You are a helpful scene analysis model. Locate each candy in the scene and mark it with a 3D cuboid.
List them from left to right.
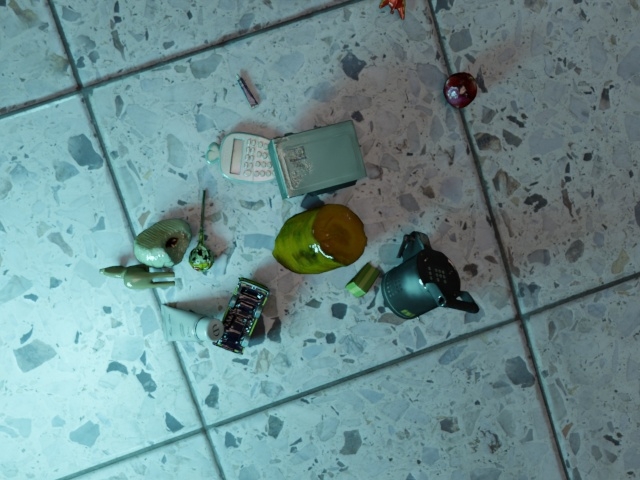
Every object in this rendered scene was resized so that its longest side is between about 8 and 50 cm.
[{"bbox_3d":[-0.435,-0.036,1.714,0.091,0.083,0.306,4,86,-2],"label":"candy"}]

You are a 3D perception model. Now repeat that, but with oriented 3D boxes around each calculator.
[{"bbox_3d":[-0.276,-0.307,1.713,0.294,0.042,0.184,8,93,-7],"label":"calculator"}]

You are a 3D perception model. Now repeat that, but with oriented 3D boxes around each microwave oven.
[{"bbox_3d":[-0.018,-0.281,1.645,0.294,0.181,0.238,-16,96,-12],"label":"microwave oven"}]

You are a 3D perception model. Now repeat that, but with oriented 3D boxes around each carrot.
[{"bbox_3d":[0.000,0.000,1.663,0.241,0.340,0.242,5,80,-31],"label":"carrot"}]

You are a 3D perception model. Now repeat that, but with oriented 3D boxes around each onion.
[{"bbox_3d":[0.517,-0.558,1.705,0.131,0.131,0.131,0,94,-3],"label":"onion"}]

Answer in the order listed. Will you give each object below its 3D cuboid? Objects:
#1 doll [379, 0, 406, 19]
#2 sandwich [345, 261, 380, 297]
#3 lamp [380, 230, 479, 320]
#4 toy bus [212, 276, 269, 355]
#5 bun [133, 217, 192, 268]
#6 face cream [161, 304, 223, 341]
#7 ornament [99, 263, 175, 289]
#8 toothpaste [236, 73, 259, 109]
[{"bbox_3d":[0.279,-0.913,1.699,0.109,0.057,0.169,15,80,-21],"label":"doll"},{"bbox_3d":[0.163,0.152,1.786,0.074,0.074,0.116,42,58,-4],"label":"sandwich"},{"bbox_3d":[0.355,0.172,1.659,0.204,0.374,0.272,14,128,-27],"label":"lamp"},{"bbox_3d":[-0.289,0.267,1.695,0.127,0.150,0.262,23,97,-8],"label":"toy bus"},{"bbox_3d":[-0.553,0.021,1.652,0.212,0.204,0.127,-28,134,-18],"label":"bun"},{"bbox_3d":[-0.476,0.309,1.661,0.314,0.089,0.143,-2,97,40],"label":"face cream"},{"bbox_3d":[-0.660,0.122,1.649,0.244,0.230,0.061,-1,101,-24],"label":"ornament"},{"bbox_3d":[-0.276,-0.552,1.706,0.037,0.021,0.140,-29,97,-2],"label":"toothpaste"}]
